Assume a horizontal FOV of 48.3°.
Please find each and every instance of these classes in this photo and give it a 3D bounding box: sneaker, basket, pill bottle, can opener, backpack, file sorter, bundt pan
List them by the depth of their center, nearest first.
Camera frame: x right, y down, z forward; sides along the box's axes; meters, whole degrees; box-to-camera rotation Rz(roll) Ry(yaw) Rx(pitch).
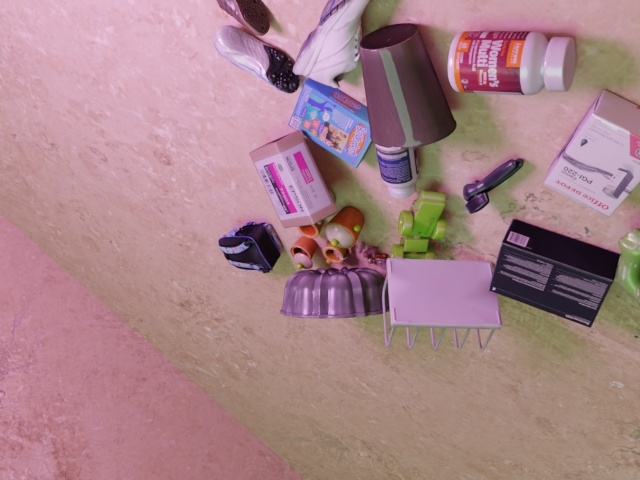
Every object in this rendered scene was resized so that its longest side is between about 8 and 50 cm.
[{"bbox_3d":[0.370,-0.344,1.387,0.221,0.121,0.121,10,137,30],"label":"pill bottle"},{"bbox_3d":[0.171,-0.334,1.536,0.204,0.154,0.226,6,131,35],"label":"basket"},{"bbox_3d":[0.047,-0.447,1.560,0.129,0.111,0.297,26,151,-11],"label":"sneaker"},{"bbox_3d":[-0.192,-0.549,1.658,0.188,0.066,0.071,49,158,-11],"label":"sneaker"},{"bbox_3d":[0.400,-0.135,1.659,0.186,0.059,0.073,-44,72,44],"label":"can opener"},{"bbox_3d":[0.188,-0.187,1.728,0.094,0.094,0.169,12,138,28],"label":"pill bottle"},{"bbox_3d":[-0.152,-0.436,1.736,0.237,0.085,0.086,34,170,-5],"label":"sneaker"},{"bbox_3d":[0.306,0.177,1.880,0.278,0.192,0.173,2,145,-4],"label":"file sorter"},{"bbox_3d":[0.043,0.144,2.069,0.331,0.331,0.124,-1,93,38],"label":"bundt pan"},{"bbox_3d":[-0.228,0.019,2.262,0.173,0.117,0.158,-1,131,38],"label":"backpack"}]

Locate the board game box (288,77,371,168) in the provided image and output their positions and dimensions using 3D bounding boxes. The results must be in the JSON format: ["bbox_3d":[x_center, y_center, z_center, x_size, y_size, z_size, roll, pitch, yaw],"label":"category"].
[{"bbox_3d":[0.036,-0.292,1.766,0.210,0.047,0.160,34,144,3],"label":"board game box"}]

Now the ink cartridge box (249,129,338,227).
[{"bbox_3d":[-0.074,-0.156,1.881,0.193,0.088,0.234,-6,111,64],"label":"ink cartridge box"}]

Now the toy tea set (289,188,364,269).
[{"bbox_3d":[0.000,0.000,2.057,0.200,0.124,0.336,29,143,8],"label":"toy tea set"}]

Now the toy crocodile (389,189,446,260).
[{"bbox_3d":[0.251,-0.015,1.874,0.115,0.105,0.340,3,141,-6],"label":"toy crocodile"}]

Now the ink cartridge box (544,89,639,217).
[{"bbox_3d":[0.578,-0.170,1.448,0.159,0.092,0.217,29,145,8],"label":"ink cartridge box"}]

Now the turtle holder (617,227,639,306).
[{"bbox_3d":[0.800,0.098,1.498,0.320,0.244,0.227,56,145,44],"label":"turtle holder"}]

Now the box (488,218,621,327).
[{"bbox_3d":[0.561,0.079,1.732,0.261,0.103,0.184,21,139,17],"label":"box"}]

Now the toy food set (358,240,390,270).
[{"bbox_3d":[0.165,0.051,2.075,0.122,0.019,0.078,28,143,9],"label":"toy food set"}]
